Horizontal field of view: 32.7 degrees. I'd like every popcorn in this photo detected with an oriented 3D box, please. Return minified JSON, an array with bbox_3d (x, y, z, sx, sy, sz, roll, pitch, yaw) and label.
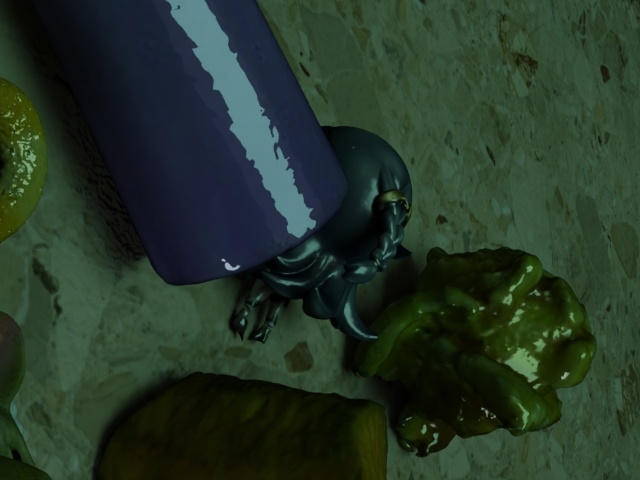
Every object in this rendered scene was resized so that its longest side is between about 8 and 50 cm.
[{"bbox_3d":[0.202,0.136,1.465,0.321,0.326,0.290,125,-28,-70],"label":"popcorn"}]

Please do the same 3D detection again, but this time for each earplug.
[{"bbox_3d":[-0.154,-0.197,1.002,0.215,0.215,0.456,-52,125,-45],"label":"earplug"}]

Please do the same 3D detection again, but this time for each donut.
[{"bbox_3d":[-0.294,-0.064,0.889,0.178,0.065,0.162,-57,133,-43],"label":"donut"}]

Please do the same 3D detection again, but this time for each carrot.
[{"bbox_3d":[-0.023,0.263,1.077,0.241,0.341,0.241,10,90,-69],"label":"carrot"}]

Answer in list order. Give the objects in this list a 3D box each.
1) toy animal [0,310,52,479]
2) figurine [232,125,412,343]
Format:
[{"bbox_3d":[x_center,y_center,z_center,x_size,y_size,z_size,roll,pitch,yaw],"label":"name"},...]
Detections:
[{"bbox_3d":[-0.261,0.181,0.737,0.181,0.180,0.363,-59,169,23],"label":"toy animal"},{"bbox_3d":[0.008,-0.007,1.264,0.175,0.197,0.265,68,25,-69],"label":"figurine"}]
